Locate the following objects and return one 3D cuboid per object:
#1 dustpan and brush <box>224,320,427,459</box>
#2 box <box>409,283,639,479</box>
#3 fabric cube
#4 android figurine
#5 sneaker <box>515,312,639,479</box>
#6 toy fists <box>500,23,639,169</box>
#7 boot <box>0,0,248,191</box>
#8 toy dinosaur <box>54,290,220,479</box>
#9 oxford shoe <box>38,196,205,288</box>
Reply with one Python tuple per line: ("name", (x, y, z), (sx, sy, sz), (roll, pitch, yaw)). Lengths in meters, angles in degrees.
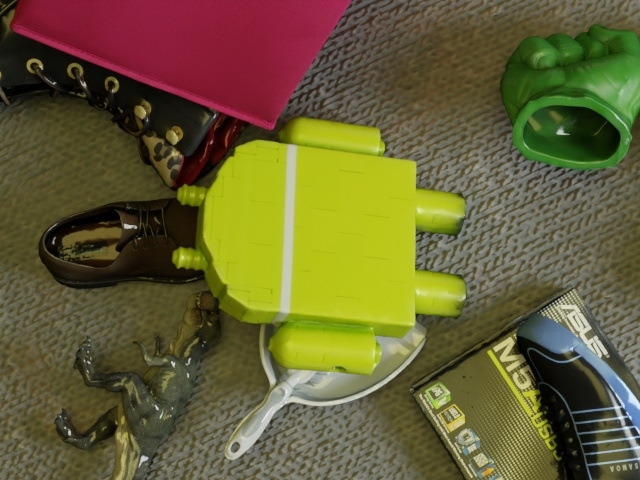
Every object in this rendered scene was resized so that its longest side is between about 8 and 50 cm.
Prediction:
("dustpan and brush", (-0.017, 0.122, 1.420), (0.147, 0.060, 0.211), (39, 86, 9))
("box", (0.207, 0.168, 1.404), (0.184, 0.045, 0.191), (-32, 81, 1))
("fabric cube", (-0.088, -0.302, 1.297), (0.254, 0.258, 0.259), (19, 51, -13))
("android figurine", (0.000, 0.000, 1.400), (0.272, 0.056, 0.248), (5, 69, -12))
("sneaker", (0.240, 0.173, 1.339), (0.090, 0.081, 0.232), (-40, 84, -10))
("toy fists", (0.305, -0.134, 1.392), (0.279, 0.142, 0.096), (4, 124, 6))
("boot", (-0.231, -0.151, 1.442), (0.284, 0.138, 0.377), (40, 78, 9))
("toy dinosaur", (-0.185, 0.161, 1.430), (0.118, 0.064, 0.268), (21, 87, 1))
("oxford shoe", (-0.155, -0.003, 1.433), (0.227, 0.096, 0.083), (-14, 76, 0))
